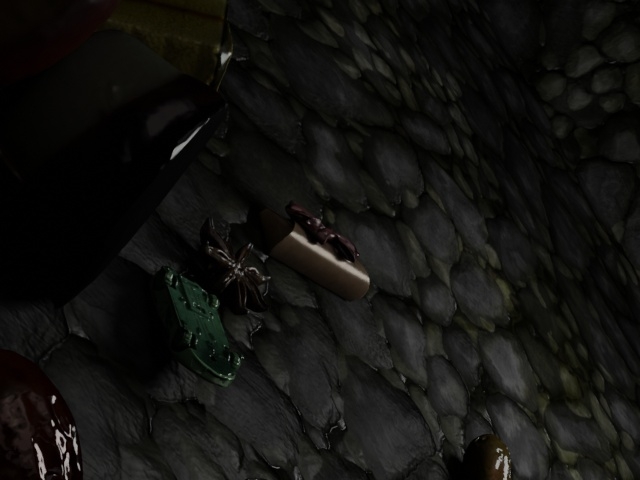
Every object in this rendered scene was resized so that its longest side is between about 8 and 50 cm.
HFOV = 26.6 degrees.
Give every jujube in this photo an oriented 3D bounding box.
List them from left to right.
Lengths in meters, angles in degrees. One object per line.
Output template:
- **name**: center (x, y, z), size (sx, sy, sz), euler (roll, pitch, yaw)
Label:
- **jujube**: center (-0.265, 0.203, 1.069), size (0.168, 0.168, 0.236), euler (1, 74, -62)

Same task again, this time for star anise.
- **star anise**: center (-0.114, 0.040, 1.699), size (0.141, 0.042, 0.141), euler (46, 23, -26)

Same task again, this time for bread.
- **bread**: center (-0.260, -0.263, 1.829), size (0.264, 0.163, 0.168), euler (15, 37, -10)

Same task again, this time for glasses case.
- **glasses case**: center (0.000, 0.000, 1.933), size (0.193, 0.070, 0.102), euler (32, 31, -42)

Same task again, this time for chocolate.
- **chocolate**: center (-0.247, -0.093, 1.398), size (0.186, 0.283, 0.283), euler (37, 25, -2)

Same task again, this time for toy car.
- **toy car**: center (-0.150, 0.101, 1.534), size (0.093, 0.058, 0.186), euler (35, 19, -38)

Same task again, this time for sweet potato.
- **sweet potato**: center (0.240, 0.381, 1.887), size (0.075, 0.075, 0.273), euler (40, 30, -31)

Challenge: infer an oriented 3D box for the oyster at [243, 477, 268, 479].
- **oyster**: center (-0.072, 0.284, 1.488), size (0.054, 0.019, 0.083), euler (60, 24, 13)

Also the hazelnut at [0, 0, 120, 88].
- **hazelnut**: center (-0.372, -0.306, 1.241), size (0.409, 0.359, 0.359), euler (-12, 63, -23)
